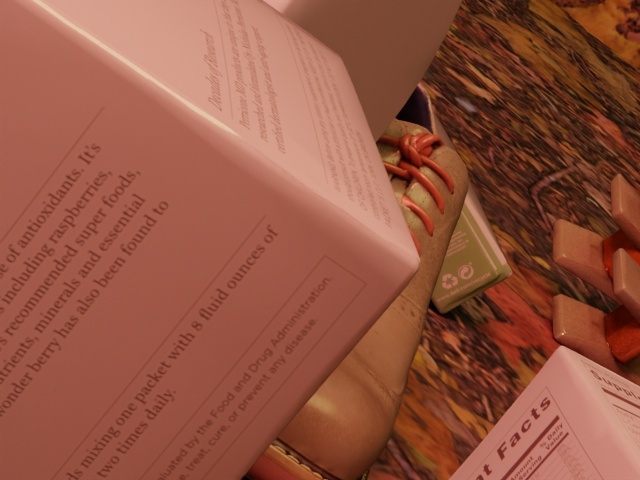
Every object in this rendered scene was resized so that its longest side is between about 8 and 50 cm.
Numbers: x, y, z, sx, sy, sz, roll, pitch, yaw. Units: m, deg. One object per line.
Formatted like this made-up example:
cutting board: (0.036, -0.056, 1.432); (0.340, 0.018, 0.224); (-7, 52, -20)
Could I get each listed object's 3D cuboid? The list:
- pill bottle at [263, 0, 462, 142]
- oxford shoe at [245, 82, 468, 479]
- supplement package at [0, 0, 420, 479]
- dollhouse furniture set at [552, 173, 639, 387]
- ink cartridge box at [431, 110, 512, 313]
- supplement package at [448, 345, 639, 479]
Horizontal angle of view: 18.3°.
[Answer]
pill bottle: (-0.129, -0.166, 0.815); (0.363, 0.210, 0.210); (37, 15, 18)
oxford shoe: (0.000, 0.000, 0.877); (0.123, 0.130, 0.348); (37, 17, -14)
supplement package: (-0.146, -0.042, 0.580); (0.293, 0.177, 0.175); (34, 17, -21)
dollhouse furniture set: (0.286, 0.026, 1.237); (0.135, 0.262, 0.259); (35, 36, -24)
ink cartridge box: (0.028, -0.093, 1.172); (0.235, 0.056, 0.171); (58, 8, -26)
supplement package: (0.132, 0.175, 0.693); (0.134, 0.139, 0.244); (28, 21, -32)
